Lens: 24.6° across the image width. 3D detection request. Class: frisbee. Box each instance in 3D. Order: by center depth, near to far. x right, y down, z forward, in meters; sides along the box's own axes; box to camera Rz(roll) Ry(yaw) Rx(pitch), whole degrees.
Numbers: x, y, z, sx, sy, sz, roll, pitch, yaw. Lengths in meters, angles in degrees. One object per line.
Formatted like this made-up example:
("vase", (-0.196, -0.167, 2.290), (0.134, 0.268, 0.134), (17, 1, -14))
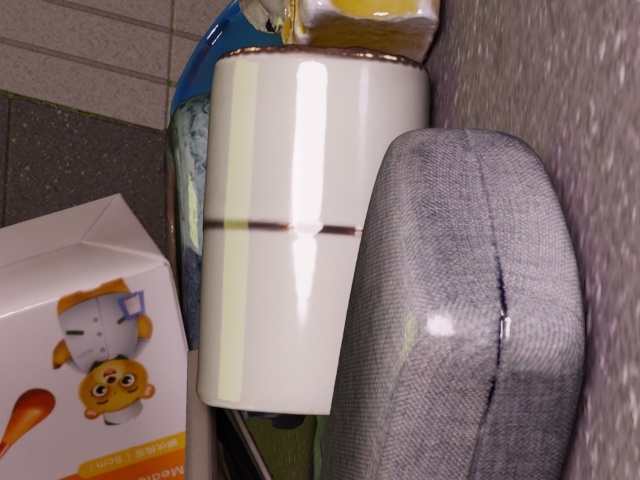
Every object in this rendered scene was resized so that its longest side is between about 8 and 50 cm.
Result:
("frisbee", (-0.079, -0.206, 1.646), (0.242, 0.045, 0.242), (-38, 33, 30))

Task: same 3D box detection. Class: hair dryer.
("hair dryer", (0.000, 0.000, 0.948), (0.362, 0.128, 0.203), (49, -137, -87))

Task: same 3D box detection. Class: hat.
("hat", (-0.034, -0.259, 1.310), (0.166, 0.122, 0.081), (41, -145, -67))

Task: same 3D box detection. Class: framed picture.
("framed picture", (-0.024, 0.214, 0.883), (0.192, 0.018, 0.265), (-101, -12, -61))

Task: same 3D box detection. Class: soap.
("soap", (0.024, -0.239, 0.893), (0.173, 0.089, 0.274), (120, 152, -78))

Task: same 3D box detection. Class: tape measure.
("tape measure", (-0.060, 0.004, 1.297), (0.256, 0.147, 0.275), (-140, 50, -76))

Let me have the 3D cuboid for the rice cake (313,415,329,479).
("rice cake", (0.019, 0.168, 0.930), (0.237, 0.043, 0.127), (-111, 24, -78))

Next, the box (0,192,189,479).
("box", (-0.221, 0.161, 1.260), (0.143, 0.225, 0.341), (-132, 29, -56))

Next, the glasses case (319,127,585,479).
("glasses case", (0.040, 0.114, 0.610), (0.131, 0.074, 0.323), (-92, 8, -52))
